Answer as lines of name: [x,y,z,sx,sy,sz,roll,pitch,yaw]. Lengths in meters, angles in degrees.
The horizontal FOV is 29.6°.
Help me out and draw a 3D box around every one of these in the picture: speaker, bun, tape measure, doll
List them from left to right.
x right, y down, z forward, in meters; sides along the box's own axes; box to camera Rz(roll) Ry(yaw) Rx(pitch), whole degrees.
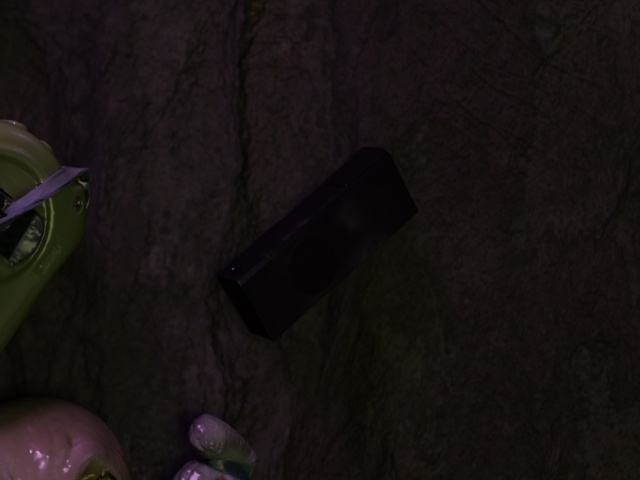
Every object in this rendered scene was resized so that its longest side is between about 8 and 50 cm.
tape measure: [-0.275,-0.012,0.965,0.200,0.106,0.175,-54,127,-20]
bun: [-0.247,0.246,1.014,0.231,0.133,0.231,-7,101,-39]
doll: [-0.106,0.273,1.163,0.104,0.072,0.214,7,84,-50]
speaker: [0.000,0.000,1.215,0.218,0.044,0.082,-41,119,-25]
